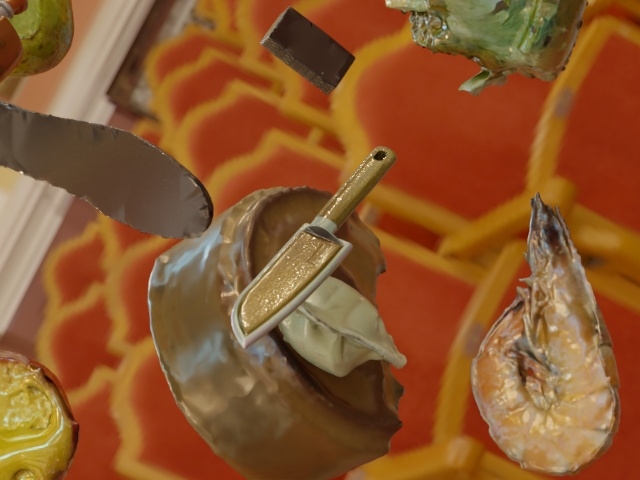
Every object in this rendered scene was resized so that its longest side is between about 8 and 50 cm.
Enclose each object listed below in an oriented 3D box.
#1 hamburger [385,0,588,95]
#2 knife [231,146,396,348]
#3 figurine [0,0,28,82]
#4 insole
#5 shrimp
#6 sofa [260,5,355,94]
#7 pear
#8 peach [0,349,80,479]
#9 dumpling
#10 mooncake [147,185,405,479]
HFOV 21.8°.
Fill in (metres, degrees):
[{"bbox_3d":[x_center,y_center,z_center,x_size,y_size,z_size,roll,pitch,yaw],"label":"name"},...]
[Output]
[{"bbox_3d":[0.169,-0.277,1.568,0.192,0.167,0.288,-133,52,-72],"label":"hamburger"},{"bbox_3d":[0.001,0.000,1.704,0.343,0.061,0.027,-48,-30,-41],"label":"knife"},{"bbox_3d":[-0.436,-0.204,1.886,0.271,0.143,0.143,-47,-1,-43],"label":"figurine"},{"bbox_3d":[-0.243,-0.078,1.706,0.012,0.309,0.110,-42,-38,-51],"label":"insole"},{"bbox_3d":[0.241,0.107,1.849,0.062,0.164,0.317,32,-132,-69],"label":"shrimp"},{"bbox_3d":[-0.016,-0.257,2.248,0.060,0.118,0.039,-57,11,-19],"label":"sofa"},{"bbox_3d":[-0.454,-0.308,2.167,0.164,0.255,0.238,-62,25,-8],"label":"pear"},{"bbox_3d":[-0.461,0.270,2.125,0.338,0.281,0.281,-20,36,31],"label":"peach"},{"bbox_3d":[0.008,0.113,2.025,0.108,0.219,0.153,-60,11,26],"label":"dumpling"},{"bbox_3d":[-0.035,0.130,2.247,0.246,0.394,0.393,-33,-8,31],"label":"mooncake"}]
